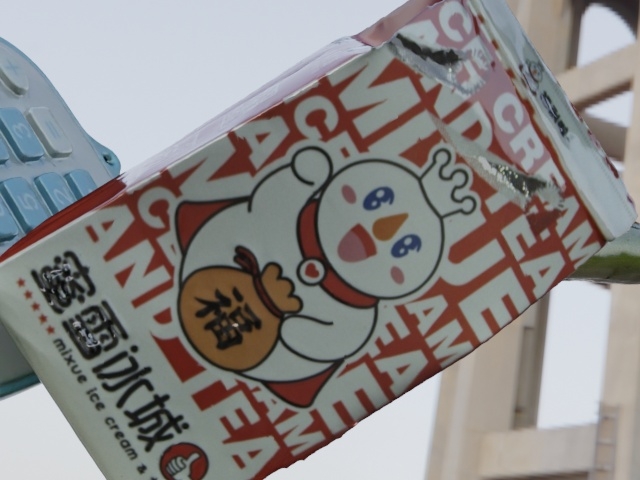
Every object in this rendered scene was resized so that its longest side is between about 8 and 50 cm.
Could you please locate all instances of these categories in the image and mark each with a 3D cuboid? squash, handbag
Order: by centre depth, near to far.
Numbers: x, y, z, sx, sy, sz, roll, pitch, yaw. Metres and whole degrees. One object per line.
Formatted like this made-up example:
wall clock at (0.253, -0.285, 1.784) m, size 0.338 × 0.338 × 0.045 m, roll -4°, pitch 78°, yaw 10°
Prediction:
handbag at (0.000, 0.000, 0.601) m, size 0.298 × 0.171 × 0.151 m, roll -29°, pitch 11°, yaw 8°
squash at (0.297, 0.010, 1.353) m, size 0.331 × 0.087 × 0.087 m, roll 3°, pitch -12°, yaw -42°

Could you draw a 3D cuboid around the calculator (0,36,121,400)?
calculator at (-0.228, -0.024, 0.638) m, size 0.054 × 0.256 × 0.386 m, roll -37°, pitch -8°, yaw 28°
